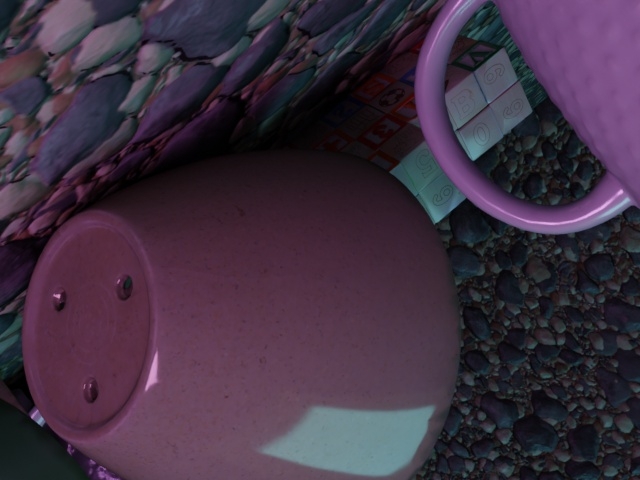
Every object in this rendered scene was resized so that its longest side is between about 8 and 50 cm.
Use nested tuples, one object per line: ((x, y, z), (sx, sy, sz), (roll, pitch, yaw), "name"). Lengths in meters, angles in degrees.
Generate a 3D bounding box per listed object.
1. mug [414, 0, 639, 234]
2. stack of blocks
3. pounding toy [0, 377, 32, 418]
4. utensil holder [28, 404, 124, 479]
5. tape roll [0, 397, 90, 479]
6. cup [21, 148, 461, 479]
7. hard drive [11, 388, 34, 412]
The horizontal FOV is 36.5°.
((0.236, -0.163, 0.711), (0.374, 0.328, 0.276), (-41, 173, 22), "mug")
((0.071, -0.086, 0.999), (0.297, 0.087, 0.171), (-39, -147, -10), "stack of blocks")
((-0.358, 0.213, 0.952), (0.141, 0.100, 0.130), (-43, 172, 31), "pounding toy")
((-0.216, 0.303, 1.247), (0.327, 0.327, 0.385), (-38, -178, -9), "utensil holder")
((-0.292, 0.280, 0.801), (0.321, 0.321, 0.077), (-44, 173, 34), "tape roll")
((-0.090, 0.072, 0.774), (0.237, 0.331, 0.331), (9, 137, -48), "cup")
((-0.474, 0.299, 1.164), (0.203, 0.040, 0.307), (-33, 172, -43), "hard drive")
